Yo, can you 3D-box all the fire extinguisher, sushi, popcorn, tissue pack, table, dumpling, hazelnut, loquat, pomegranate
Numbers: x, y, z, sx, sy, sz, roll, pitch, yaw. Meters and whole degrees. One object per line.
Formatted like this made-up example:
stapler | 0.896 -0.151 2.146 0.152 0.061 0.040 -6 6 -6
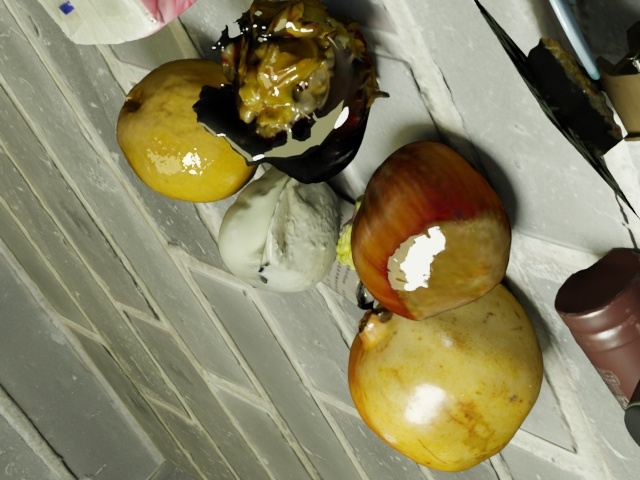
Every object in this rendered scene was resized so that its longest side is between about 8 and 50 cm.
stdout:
fire extinguisher | 0.398 0.166 1.574 0.337 0.114 0.135 54 -162 -20
sushi | 0.236 -0.140 1.264 0.215 0.050 0.192 37 -157 -46
popcorn | 0.082 -0.002 1.798 0.126 0.126 0.145 55 148 -4
tissue pack | -0.157 -0.326 1.430 0.209 0.269 0.137 5 138 53
table | 0.300 -0.145 1.213 0.082 0.083 0.070 56 158 -18
dumpling | -0.037 -0.039 1.835 0.175 0.226 0.243 19 177 -29
hazelnut | 0.137 -0.011 1.636 0.186 0.210 0.210 20 158 -4
sushi | -0.026 -0.185 1.589 0.200 0.204 0.213 25 -157 -18
loquat | -0.173 -0.148 1.872 0.208 0.208 0.208 36 157 18
pomegranate | 0.160 0.162 1.777 0.264 0.264 0.264 36 157 18

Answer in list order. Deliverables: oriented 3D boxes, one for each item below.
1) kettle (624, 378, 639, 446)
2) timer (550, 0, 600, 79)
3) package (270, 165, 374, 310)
kettle | 0.393 0.109 1.306 0.144 0.232 0.202 29 153 31
timer | 0.152 -0.259 1.145 0.175 0.175 0.255 30 149 30
package | 0.000 0.000 2.027 0.204 0.062 0.251 33 152 22
